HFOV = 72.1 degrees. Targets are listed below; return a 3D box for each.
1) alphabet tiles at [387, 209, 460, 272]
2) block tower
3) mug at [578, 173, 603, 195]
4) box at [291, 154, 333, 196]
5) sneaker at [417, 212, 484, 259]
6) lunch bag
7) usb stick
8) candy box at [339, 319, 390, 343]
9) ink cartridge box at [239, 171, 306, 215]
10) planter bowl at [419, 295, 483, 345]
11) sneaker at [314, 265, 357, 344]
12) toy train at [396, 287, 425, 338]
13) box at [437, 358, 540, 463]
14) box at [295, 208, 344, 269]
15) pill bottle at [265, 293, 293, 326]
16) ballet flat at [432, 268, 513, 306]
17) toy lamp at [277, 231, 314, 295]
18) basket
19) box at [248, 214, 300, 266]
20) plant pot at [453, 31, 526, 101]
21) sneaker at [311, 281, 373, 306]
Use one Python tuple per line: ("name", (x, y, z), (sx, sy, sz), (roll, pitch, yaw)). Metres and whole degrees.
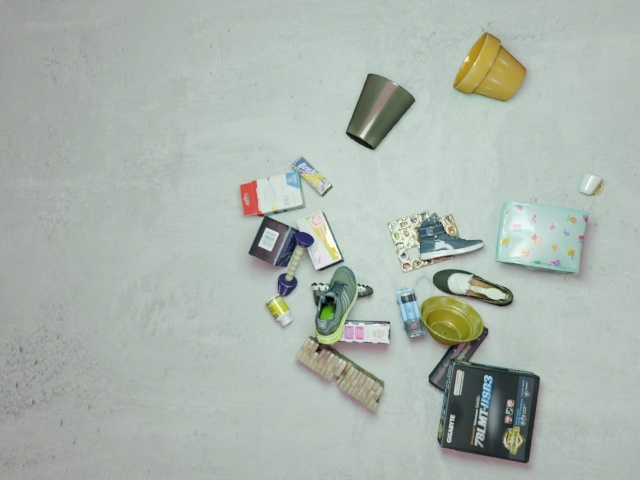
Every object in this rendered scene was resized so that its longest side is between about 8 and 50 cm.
("alphabet tiles", (0.389, -0.008, 1.628), (0.237, 0.009, 0.198), (-18, 82, 7))
("block tower", (0.078, 0.474, 1.594), (0.335, 0.091, 0.097), (33, 92, 10))
("mug", (0.940, -0.189, 1.528), (0.078, 0.062, 0.064), (26, 97, 17))
("box", (-0.032, -0.248, 1.696), (0.059, 0.054, 0.169), (-45, 79, 3))
("sneaker", (0.459, -0.026, 1.569), (0.226, 0.086, 0.163), (-9, 86, 10))
("lunch bag", (0.734, -0.009, 1.497), (0.262, 0.160, 0.223), (10, 87, 4))
("usb stick", (0.486, 0.406, 1.556), (0.077, 0.045, 0.278), (37, 91, 11))
("candy box", (0.131, 0.321, 1.565), (0.233, 0.159, 0.071), (-1, 83, 9))
("ink cartridge box", (-0.184, -0.172, 1.701), (0.231, 0.078, 0.134), (-11, 83, 8))
("planter bowl", (0.443, 0.297, 1.528), (0.217, 0.217, 0.090), (14, 126, 10))
("sneaker", (0.055, 0.199, 1.492), (0.111, 0.121, 0.300), (5, 49, 16))
("toy train", (0.321, 0.258, 1.566), (0.080, 0.105, 0.184), (-14, 83, 8))
("box", (0.568, 0.574, 1.495), (0.293, 0.073, 0.295), (9, 89, 2))
("box", (0.000, 0.000, 1.638), (0.103, 0.114, 0.203), (-23, 80, 6))
("pill bottle", (-0.153, 0.265, 1.664), (0.065, 0.065, 0.116), (-36, 80, 5))
("ballet flat", (0.538, 0.160, 1.543), (0.280, 0.096, 0.095), (13, 88, 11))
("toy lamp", (-0.097, 0.093, 1.606), (0.080, 0.080, 0.274), (32, 125, 11))
("basket", (0.205, -0.466, 1.632), (0.204, 0.154, 0.227), (30, 94, 9))
("box", (-0.162, 0.007, 1.617), (0.108, 0.207, 0.153), (23, 90, 10))
("plant pot", (0.609, -0.594, 1.560), (0.188, 0.205, 0.205), (26, 89, -4))
("sneaker", (0.080, 0.209, 1.628), (0.234, 0.078, 0.106), (-1, 88, 13))
